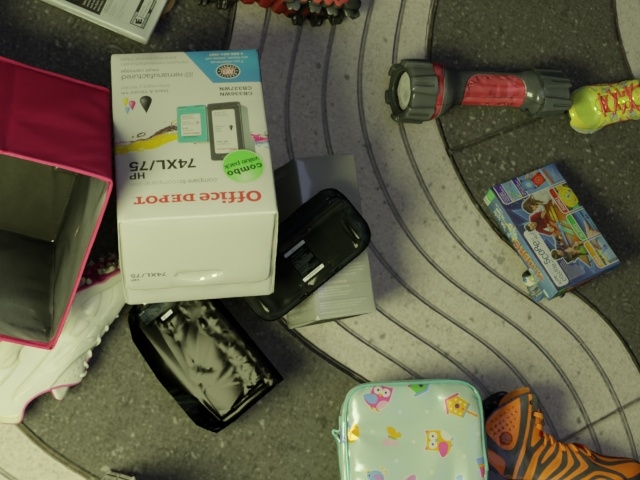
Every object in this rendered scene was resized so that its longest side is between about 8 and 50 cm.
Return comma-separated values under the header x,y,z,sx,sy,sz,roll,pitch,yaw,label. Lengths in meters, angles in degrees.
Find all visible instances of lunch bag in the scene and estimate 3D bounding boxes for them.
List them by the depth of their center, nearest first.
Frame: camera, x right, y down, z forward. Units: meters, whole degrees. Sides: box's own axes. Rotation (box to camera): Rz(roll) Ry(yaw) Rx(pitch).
x,y,z,sx,sy,sz,roll,pitch,yaw,label
0.130,0.332,1.742,0.224,0.108,0.279,-3,78,4,lunch bag

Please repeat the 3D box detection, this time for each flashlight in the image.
x,y,z,sx,sy,sz,roll,pitch,yaw,label
0.258,-0.234,1.916,0.304,0.103,0.103,0,80,-22,flashlight

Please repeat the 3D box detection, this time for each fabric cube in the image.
x,y,z,sx,sy,sz,roll,pitch,yaw,label
-0.411,-0.062,1.471,0.259,0.258,0.254,14,119,-19,fabric cube

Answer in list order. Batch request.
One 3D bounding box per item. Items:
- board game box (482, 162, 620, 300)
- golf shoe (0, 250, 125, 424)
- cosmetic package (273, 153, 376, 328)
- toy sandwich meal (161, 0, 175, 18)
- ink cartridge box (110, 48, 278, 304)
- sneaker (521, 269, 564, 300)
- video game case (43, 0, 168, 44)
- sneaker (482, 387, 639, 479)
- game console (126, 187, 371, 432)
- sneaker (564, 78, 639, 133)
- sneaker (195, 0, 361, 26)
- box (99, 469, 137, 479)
x,y,z,sx,sy,sz,roll,pitch,yaw,label
0.369,-0.017,1.928,0.136,0.035,0.201,-21,70,-24,board game box
-0.343,0.126,1.617,0.306,0.115,0.140,-33,111,-22,golf shoe
0.000,0.000,1.758,0.107,0.127,0.238,-8,83,-23,cosmetic package
-0.252,-0.357,1.766,0.085,0.029,0.085,7,68,-17,toy sandwich meal
-0.167,-0.083,1.573,0.198,0.197,0.270,-4,57,-8,ink cartridge box
0.389,0.061,1.957,0.135,0.052,0.058,-18,100,-19,sneaker
-0.292,-0.397,1.737,0.173,0.022,0.190,23,73,-3,video game case
0.356,0.314,1.855,0.321,0.124,0.180,-1,83,-23,sneaker
-0.081,0.082,1.664,0.361,0.044,0.213,-39,84,2,game console
0.504,-0.236,2.024,0.208,0.094,0.081,-15,89,-23,sneaker
-0.063,-0.404,1.813,0.276,0.097,0.135,9,80,-20,sneaker
-0.188,0.432,1.588,0.290,0.169,0.087,46,70,-11,box
